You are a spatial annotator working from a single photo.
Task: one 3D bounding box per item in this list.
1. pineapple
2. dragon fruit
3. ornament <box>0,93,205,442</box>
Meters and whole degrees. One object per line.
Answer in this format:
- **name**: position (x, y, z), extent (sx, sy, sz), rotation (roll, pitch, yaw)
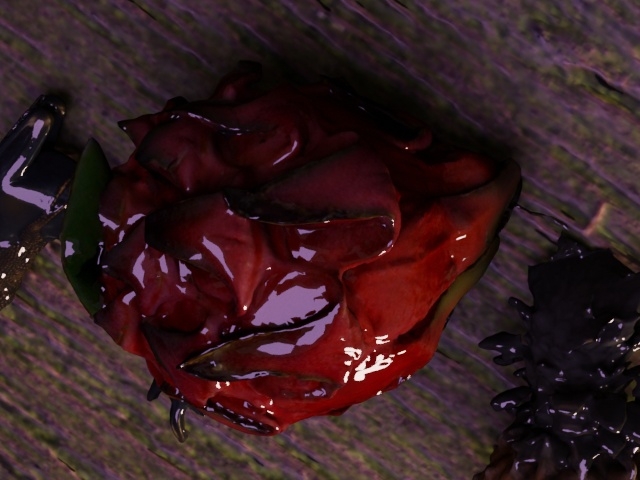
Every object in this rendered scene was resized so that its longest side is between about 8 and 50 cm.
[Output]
- **pineapple**: position (0.167, 0.138, 1.074), extent (0.158, 0.158, 0.278), rotation (8, 108, 15)
- **dragon fruit**: position (0.000, 0.000, 1.003), extent (0.293, 0.234, 0.233), rotation (-10, 115, 0)
- **ornament**: position (-0.157, 0.046, 1.164), extent (0.236, 0.080, 0.202), rotation (41, 119, -5)
